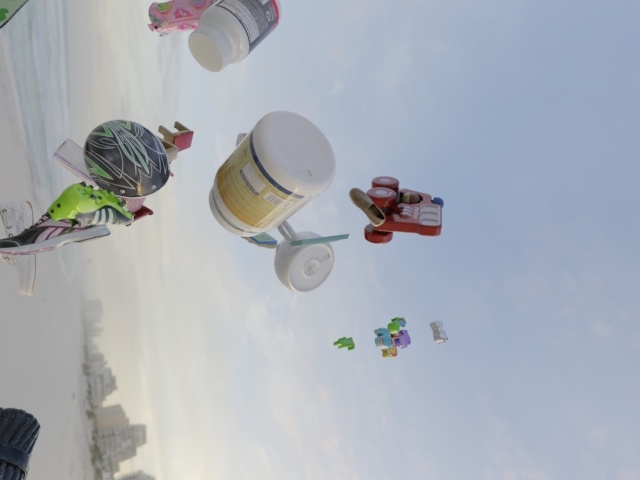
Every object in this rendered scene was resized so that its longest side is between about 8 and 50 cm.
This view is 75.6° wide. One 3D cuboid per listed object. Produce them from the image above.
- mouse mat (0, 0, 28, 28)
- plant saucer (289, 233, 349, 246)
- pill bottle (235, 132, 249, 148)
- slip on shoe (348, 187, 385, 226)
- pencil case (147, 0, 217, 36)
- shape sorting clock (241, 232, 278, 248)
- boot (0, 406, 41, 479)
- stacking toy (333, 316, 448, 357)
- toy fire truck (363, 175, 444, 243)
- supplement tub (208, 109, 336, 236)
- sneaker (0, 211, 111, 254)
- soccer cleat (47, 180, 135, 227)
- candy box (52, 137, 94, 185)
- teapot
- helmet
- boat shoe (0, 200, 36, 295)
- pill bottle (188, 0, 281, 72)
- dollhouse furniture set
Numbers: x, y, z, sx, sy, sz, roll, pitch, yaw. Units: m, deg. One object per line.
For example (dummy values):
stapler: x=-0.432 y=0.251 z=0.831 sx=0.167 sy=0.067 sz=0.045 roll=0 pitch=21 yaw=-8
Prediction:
mouse mat: x=-0.542 y=-0.326 z=0.605 sx=0.007 sy=0.190 sz=0.152 roll=88 pitch=-8 yaw=-47
plant saucer: x=0.000 y=0.000 z=1.247 sx=0.067 sy=0.192 sz=0.018 roll=-13 pitch=-93 yaw=50
pill bottle: x=-0.166 y=-0.292 z=1.384 sx=0.124 sy=0.222 sz=0.124 roll=180 pitch=-90 yaw=-69
slip on shoe: x=0.136 y=-0.100 z=1.186 sx=0.135 sy=0.051 sz=0.041 roll=54 pitch=-23 yaw=1
pencil case: x=-0.480 y=-0.814 z=1.491 sx=0.124 sy=0.284 sz=0.124 roll=0 pitch=90 yaw=-76
shape sorting clock: x=-0.282 y=-0.015 z=1.807 sx=0.206 sy=0.206 sz=0.040 roll=46 pitch=-64 yaw=49
boot: x=-0.660 y=0.397 z=0.704 sx=0.260 sy=0.131 sz=0.348 roll=63 pitch=0 yaw=44
stacking toy: x=0.164 y=0.227 z=0.936 sx=0.167 sy=0.221 sz=0.052 roll=-31 pitch=-122 yaw=36
toy fire truck: x=0.287 y=-0.103 z=1.402 sx=0.302 sy=0.254 sz=0.169 roll=-60 pitch=154 yaw=-59
supplement tub: x=-0.137 y=-0.157 z=1.070 sx=0.316 sy=0.228 sz=0.228 roll=-32 pitch=-116 yaw=44
sneaker: x=-0.494 y=-0.023 z=0.763 sx=0.072 sy=0.178 sz=0.077 roll=-10 pitch=-84 yaw=53
soccer cleat: x=-0.371 y=-0.050 z=0.677 sx=0.060 sy=0.072 sz=0.179 roll=53 pitch=-3 yaw=5
candy box: x=-0.846 y=-0.268 z=1.460 sx=0.196 sy=0.165 sz=0.070 roll=6 pitch=-121 yaw=55
teapot: x=-0.085 y=0.061 z=1.566 sx=0.187 sy=0.253 sz=0.255 roll=35 pitch=-72 yaw=44
helmet: x=-0.397 y=-0.164 z=0.850 sx=0.162 sy=0.170 sz=0.169 roll=-11 pitch=-98 yaw=57
boat shoe: x=-0.861 y=0.024 z=1.160 sx=0.098 sy=0.096 sz=0.276 roll=-26 pitch=-107 yaw=48
pill bottle: x=-0.275 y=-0.685 z=1.322 sx=0.176 sy=0.176 sz=0.318 roll=-27 pitch=-153 yaw=57
dollhouse furniture set: x=-0.526 y=-0.225 z=1.310 sx=0.152 sy=0.374 sz=0.201 roll=30 pitch=-58 yaw=5
